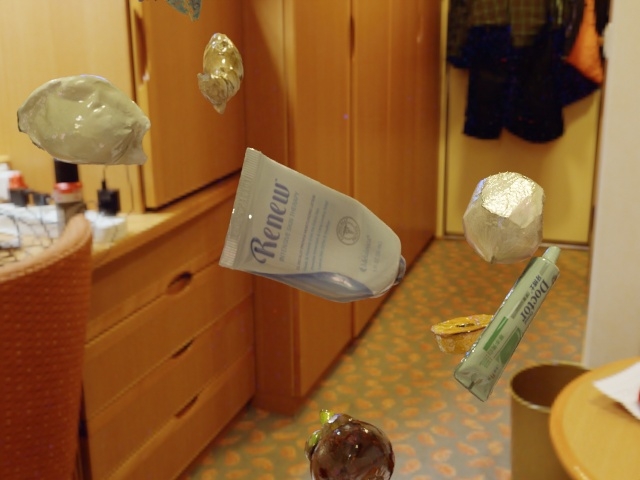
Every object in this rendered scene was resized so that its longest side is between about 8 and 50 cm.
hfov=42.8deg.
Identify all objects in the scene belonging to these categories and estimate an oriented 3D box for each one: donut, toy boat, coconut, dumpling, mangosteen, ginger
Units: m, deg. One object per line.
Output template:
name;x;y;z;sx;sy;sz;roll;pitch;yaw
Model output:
donut;0.323;0.208;1.812;0.152;0.058;0.152;-12;8;2
toy boat;-0.247;-0.448;1.468;0.175;0.110;0.091;-11;30;19
coconut;0.236;-0.023;1.050;0.110;0.110;0.124;7;55;23
dumpling;-0.346;-0.179;1.216;0.199;0.136;0.118;19;15;-18
mangosteen;0.034;0.365;1.393;0.181;0.155;0.146;34;28;28
ginger;-0.202;-0.336;1.636;0.086;0.131;0.294;1;21;-2

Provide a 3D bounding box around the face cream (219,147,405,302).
face cream;0.000;0.000;1.620;0.420;0.234;0.137;22;-17;-33

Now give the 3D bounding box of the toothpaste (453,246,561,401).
toothpaste;0.241;0.096;1.018;0.218;0.064;0.041;-55;23;-15
